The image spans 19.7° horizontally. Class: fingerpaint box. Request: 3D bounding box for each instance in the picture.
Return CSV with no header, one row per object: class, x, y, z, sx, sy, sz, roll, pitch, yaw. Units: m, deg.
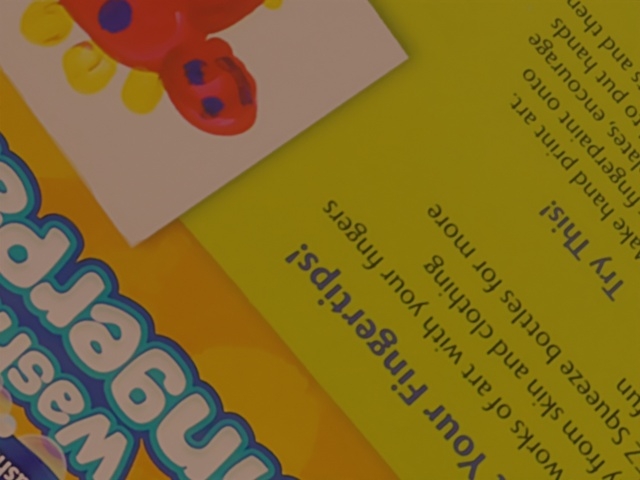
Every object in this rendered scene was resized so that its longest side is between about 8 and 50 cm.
fingerpaint box,0.000,0.000,0.698,0.445,0.371,0.163,49,162,0
